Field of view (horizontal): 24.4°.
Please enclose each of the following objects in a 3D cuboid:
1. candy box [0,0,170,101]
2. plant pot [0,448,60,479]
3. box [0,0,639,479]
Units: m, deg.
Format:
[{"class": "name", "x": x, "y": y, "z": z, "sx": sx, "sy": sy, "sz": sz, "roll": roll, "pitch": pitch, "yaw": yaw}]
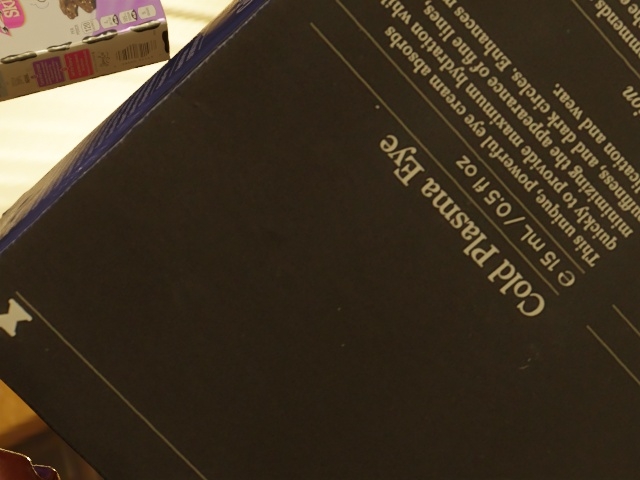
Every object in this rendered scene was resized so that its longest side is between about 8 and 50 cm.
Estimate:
[{"class": "candy box", "x": -0.252, "y": -0.226, "z": 1.351, "sx": 0.196, "sy": 0.165, "sz": 0.070, "roll": -16, "pitch": -21, "yaw": -9}, {"class": "plant pot", "x": -0.239, "y": 0.232, "z": 0.708, "sx": 0.272, "sy": 0.265, "sz": 0.272, "roll": 4, "pitch": -17, "yaw": 1}, {"class": "box", "x": 0.073, "y": 0.023, "z": 0.661, "sx": 0.312, "sy": 0.343, "sz": 0.179, "roll": -41, "pitch": 11, "yaw": 11}]
